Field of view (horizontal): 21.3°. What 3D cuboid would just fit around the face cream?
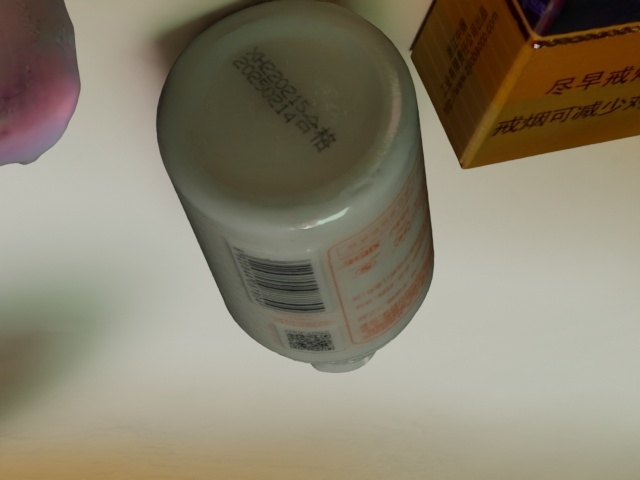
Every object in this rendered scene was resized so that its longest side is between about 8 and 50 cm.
[{"bbox_3d":[0.000,0.000,0.742,0.101,0.101,0.251,-21,156,-3],"label":"face cream"}]

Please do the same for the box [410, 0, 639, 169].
[{"bbox_3d":[0.143,-0.126,0.648,0.152,0.070,0.237,-12,152,-22],"label":"box"}]

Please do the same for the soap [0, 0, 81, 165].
[{"bbox_3d":[-0.228,-0.069,0.305,0.324,0.192,0.109,-4,147,-33],"label":"soap"}]
